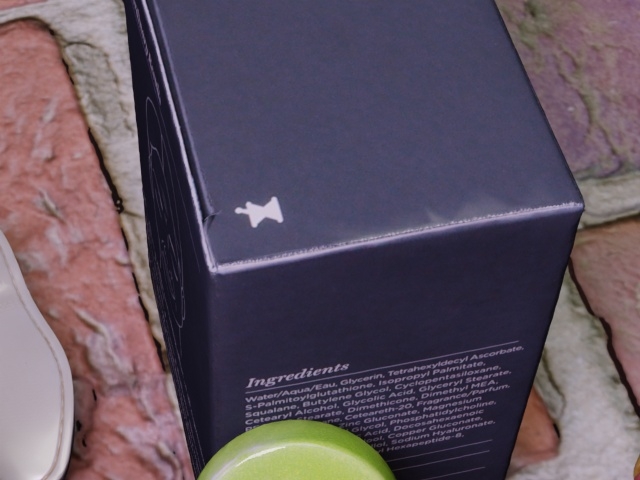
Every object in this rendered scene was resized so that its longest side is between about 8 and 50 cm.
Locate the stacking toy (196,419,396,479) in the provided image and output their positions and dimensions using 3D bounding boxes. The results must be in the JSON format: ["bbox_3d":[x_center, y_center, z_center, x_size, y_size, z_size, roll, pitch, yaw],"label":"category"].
[{"bbox_3d":[-0.047,0.270,0.863,0.309,0.279,0.130,-17,15,1],"label":"stacking toy"}]

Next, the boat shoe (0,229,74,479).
[{"bbox_3d":[-0.241,0.096,1.125,0.095,0.079,0.254,-22,55,-15],"label":"boat shoe"}]

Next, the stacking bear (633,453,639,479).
[{"bbox_3d":[0.290,0.184,1.044,0.164,0.175,0.289,40,69,22],"label":"stacking bear"}]

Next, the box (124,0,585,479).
[{"bbox_3d":[0.000,0.000,1.010,0.212,0.395,0.293,-10,55,-10],"label":"box"}]
